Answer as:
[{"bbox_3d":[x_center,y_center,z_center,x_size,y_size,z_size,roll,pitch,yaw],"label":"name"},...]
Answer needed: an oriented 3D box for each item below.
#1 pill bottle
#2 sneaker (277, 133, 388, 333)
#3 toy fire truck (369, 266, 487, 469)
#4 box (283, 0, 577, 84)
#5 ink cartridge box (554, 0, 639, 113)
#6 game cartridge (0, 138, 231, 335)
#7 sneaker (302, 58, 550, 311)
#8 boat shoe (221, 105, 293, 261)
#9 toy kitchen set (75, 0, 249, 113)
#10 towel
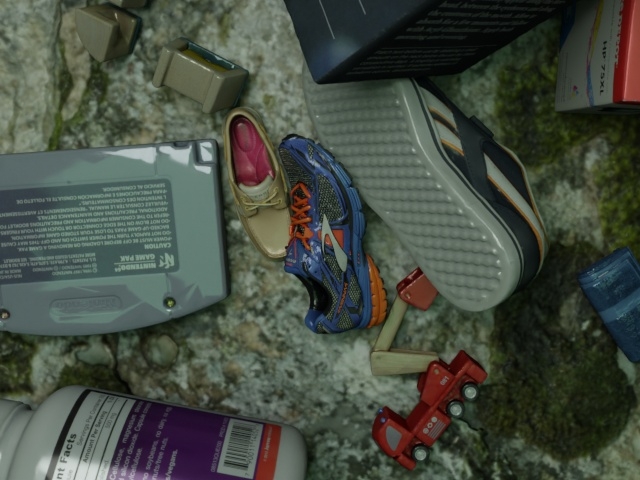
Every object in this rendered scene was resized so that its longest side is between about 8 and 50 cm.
[{"bbox_3d":[-0.183,0.250,0.746,0.323,0.181,0.181,11,96,-2],"label":"pill bottle"},{"bbox_3d":[0.000,0.000,0.751,0.087,0.083,0.221,-23,103,-20],"label":"sneaker"},{"bbox_3d":[0.102,0.137,0.806,0.135,0.047,0.192,37,95,-4],"label":"toy fire truck"},{"bbox_3d":[0.134,-0.335,0.543,0.212,0.395,0.293,-16,82,-43],"label":"box"},{"bbox_3d":[0.292,-0.187,0.680,0.078,0.231,0.134,3,96,-1],"label":"ink cartridge box"},{"bbox_3d":[-0.246,0.001,0.782,0.294,0.060,0.196,-4,93,0],"label":"game cartridge"},{"bbox_3d":[0.106,-0.081,0.751,0.126,0.127,0.321,-43,74,41],"label":"sneaker"},{"bbox_3d":[-0.067,-0.056,0.774,0.063,0.059,0.170,-19,96,1],"label":"boat shoe"},{"bbox_3d":[-0.122,-0.259,0.733,0.166,0.122,0.207,27,117,2],"label":"toy kitchen set"},{"bbox_3d":[0.337,0.071,0.812,0.067,0.029,0.119,-34,96,4],"label":"towel"}]
